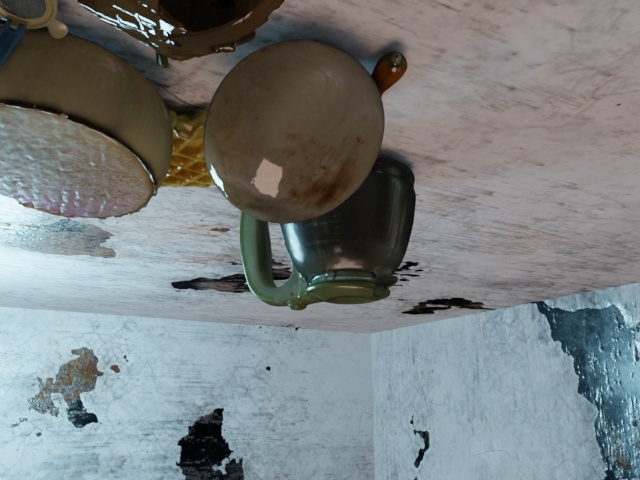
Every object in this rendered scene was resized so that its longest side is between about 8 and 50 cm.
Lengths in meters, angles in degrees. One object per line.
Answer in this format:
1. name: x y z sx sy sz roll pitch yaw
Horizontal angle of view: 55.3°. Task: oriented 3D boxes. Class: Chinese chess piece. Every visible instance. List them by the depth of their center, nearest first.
1. Chinese chess piece: -0.318 -0.130 0.742 0.270 0.112 0.270 5 153 2

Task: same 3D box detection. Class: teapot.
1. teapot: 0.003 -0.007 1.047 0.322 0.239 0.239 0 163 3

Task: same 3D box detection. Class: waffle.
1. waffle: -0.239 -0.133 0.933 0.250 0.056 0.261 -1 162 3

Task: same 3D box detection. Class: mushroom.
1. mushroom: -0.033 -0.129 0.733 0.227 0.226 0.178 13 -160 -39

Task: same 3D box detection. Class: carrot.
1. carrot: 0.077 -0.197 0.753 0.035 0.035 0.142 2 171 -10

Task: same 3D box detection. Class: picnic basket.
1. picnic basket: -0.094 -0.217 0.492 0.179 0.127 0.138 10 175 35

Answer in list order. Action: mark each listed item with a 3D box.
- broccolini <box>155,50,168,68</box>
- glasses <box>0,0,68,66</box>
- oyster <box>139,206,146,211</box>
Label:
1. broccolini: -0.182 -0.226 0.660 0.035 0.030 0.140 11 167 -9
2. glasses: -0.333 -0.189 0.515 0.088 0.220 0.189 41 159 -2
3. oyster: -0.358 -0.088 1.086 0.148 0.051 0.103 16 175 18
